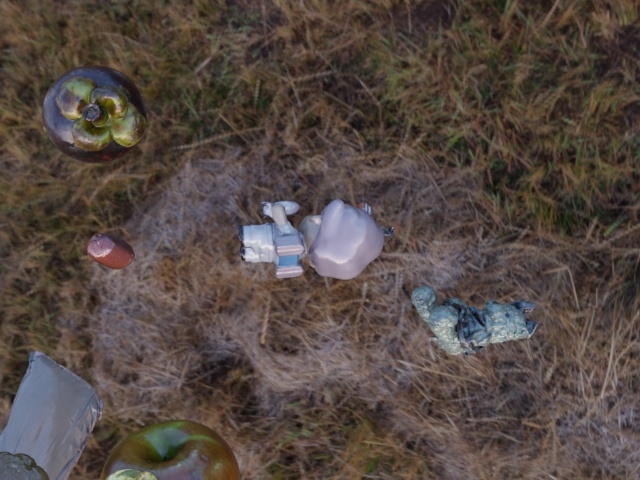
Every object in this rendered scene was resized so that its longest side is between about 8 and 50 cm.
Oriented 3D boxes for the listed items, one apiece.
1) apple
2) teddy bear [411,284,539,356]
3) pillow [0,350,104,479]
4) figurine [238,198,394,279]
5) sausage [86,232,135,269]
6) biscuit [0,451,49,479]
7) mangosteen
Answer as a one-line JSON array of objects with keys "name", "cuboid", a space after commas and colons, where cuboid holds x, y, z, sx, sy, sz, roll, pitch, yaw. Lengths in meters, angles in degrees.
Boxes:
[{"name": "apple", "cuboid": [-0.262, 0.450, 1.333, 0.246, 0.246, 0.226, 4, 114, 23]}, {"name": "teddy bear", "cuboid": [0.259, 0.151, 1.279, 0.133, 0.213, 0.111, -110, 32, -62]}, {"name": "pillow", "cuboid": [-0.500, 0.350, 1.332, 0.067, 0.173, 0.270, -27, 33, 49]}, {"name": "figurine", "cuboid": [0.000, 0.000, 1.055, 0.229, 0.137, 0.112, -2, 37, -8]}, {"name": "sausage", "cuboid": [-0.399, 0.018, 1.434, 0.054, 0.094, 0.059, -38, 45, 18]}, {"name": "biscuit", "cuboid": [-0.486, 0.416, 1.100, 0.226, 0.042, 0.225, -14, 54, 19]}, {"name": "mangosteen", "cuboid": [-0.421, -0.231, 1.408, 0.192, 0.192, 0.217, -45, 23, 1]}]
